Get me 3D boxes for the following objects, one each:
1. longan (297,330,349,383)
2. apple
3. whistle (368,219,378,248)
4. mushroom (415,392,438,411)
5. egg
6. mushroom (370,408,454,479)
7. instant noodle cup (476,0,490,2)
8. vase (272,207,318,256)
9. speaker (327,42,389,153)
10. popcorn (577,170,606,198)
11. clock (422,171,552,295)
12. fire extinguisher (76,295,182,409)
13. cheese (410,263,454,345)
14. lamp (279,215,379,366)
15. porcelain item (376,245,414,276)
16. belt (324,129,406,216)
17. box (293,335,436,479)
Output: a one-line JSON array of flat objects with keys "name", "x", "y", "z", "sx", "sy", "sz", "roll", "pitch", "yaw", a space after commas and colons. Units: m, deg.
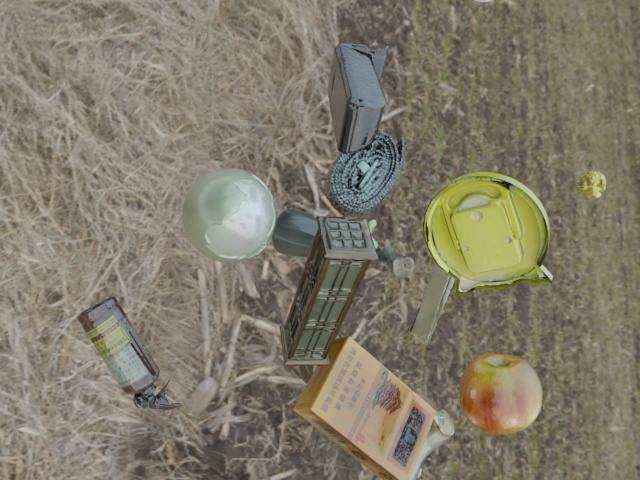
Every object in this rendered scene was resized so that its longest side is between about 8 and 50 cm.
[{"name": "longan", "x": 0.023, "y": 0.375, "z": 1.895, "sx": 0.220, "sy": 0.196, "sz": 0.197, "roll": 11, "pitch": 67, "yaw": -67}, {"name": "apple", "x": 0.604, "y": 0.509, "z": 2.008, "sx": 0.286, "sy": 0.286, "sz": 0.233, "roll": -24, "pitch": 112, "yaw": -48}, {"name": "whistle", "x": 0.106, "y": 0.023, "z": 1.680, "sx": 0.085, "sy": 0.227, "sz": 0.105, "roll": 35, "pitch": 46, "yaw": 6}, {"name": "mushroom", "x": 0.326, "y": 0.567, "z": 2.024, "sx": 0.236, "sy": 0.173, "sz": 0.162, "roll": 39, "pitch": 32, "yaw": 2}, {"name": "egg", "x": -0.262, "y": -0.071, "z": 1.743, "sx": 0.278, "sy": 0.336, "sz": 0.279, "roll": -2, "pitch": 97, "yaw": -16}, {"name": "mushroom", "x": 0.200, "y": 0.496, "z": 1.343, "sx": 0.099, "sy": 0.096, "sz": 0.278, "roll": 36, "pitch": 91, "yaw": -5}, {"name": "instant noodle cup", "x": 0.418, "y": -0.719, "z": 1.398, "sx": 0.250, "sy": 0.192, "sz": 0.251, "roll": 2, "pitch": 86, "yaw": -24}, {"name": "vase", "x": 0.000, "y": 0.000, "z": 2.095, "sx": 0.173, "sy": 0.321, "sz": 0.173, "roll": -30, "pitch": 128, "yaw": -48}, {"name": "speaker", "x": 0.131, "y": -0.434, "z": 1.765, "sx": 0.184, "sy": 0.180, "sz": 0.388, "roll": 3, "pitch": 45, "yaw": -9}, {"name": "popcorn", "x": 0.820, "y": -0.176, "z": 1.816, "sx": 0.084, "sy": 0.084, "sz": 0.084, "roll": 19, "pitch": 63, "yaw": -42}, {"name": "clock", "x": 0.378, "y": -0.019, "z": 1.363, "sx": 0.071, "sy": 0.277, "sz": 0.294, "roll": -45, "pitch": 123, "yaw": -53}, {"name": "fire extinguisher", "x": -0.332, "y": 0.217, "z": 1.090, "sx": 0.106, "sy": 0.075, "sz": 0.252, "roll": -41, "pitch": 104, "yaw": -50}, {"name": "cheese", "x": 0.373, "y": 0.147, "z": 1.874, "sx": 0.034, "sy": 0.085, "sz": 0.401, "roll": -5, "pitch": 120, "yaw": -38}, {"name": "lamp", "x": 0.004, "y": 0.098, "z": 1.024, "sx": 0.090, "sy": 0.325, "sz": 0.089, "roll": 3, "pitch": 48, "yaw": -17}, {"name": "porcelain item", "x": 0.236, "y": 0.058, "z": 2.033, "sx": 0.081, "sy": 0.215, "sz": 0.069, "roll": -7, "pitch": 108, "yaw": -19}, {"name": "belt", "x": 0.140, "y": -0.219, "z": 1.946, "sx": 0.206, "sy": 0.160, "sz": 0.295, "roll": 30, "pitch": 80, "yaw": -3}, {"name": "box", "x": 0.098, "y": 0.348, "z": 1.223, "sx": 0.274, "sy": 0.076, "sz": 0.174, "roll": 42, "pitch": 58, "yaw": -16}]
